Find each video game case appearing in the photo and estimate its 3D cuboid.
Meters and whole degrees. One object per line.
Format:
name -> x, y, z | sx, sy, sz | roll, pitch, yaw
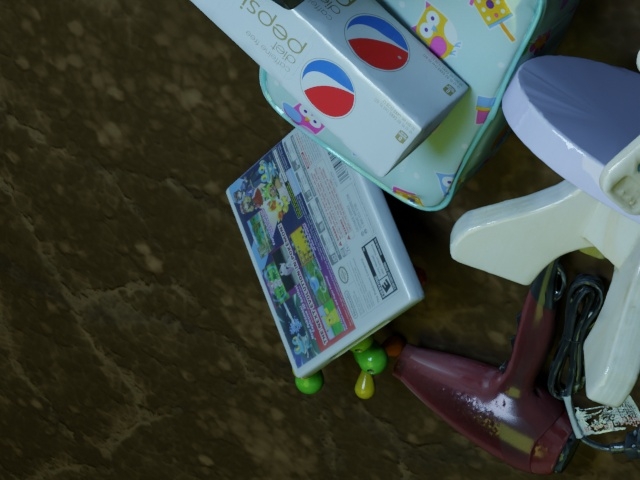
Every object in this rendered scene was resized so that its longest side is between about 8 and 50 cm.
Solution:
video game case -> 0.000, 0.000, 1.452 | 0.183, 0.023, 0.201 | -38, 68, 45

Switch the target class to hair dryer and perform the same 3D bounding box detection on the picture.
hair dryer -> 0.196, 0.112, 1.474 | 0.293, 0.080, 0.223 | -13, 102, 36

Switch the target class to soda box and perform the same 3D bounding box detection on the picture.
soda box -> 0.002, -0.152, 1.198 | 0.216, 0.074, 0.069 | 43, 138, 5

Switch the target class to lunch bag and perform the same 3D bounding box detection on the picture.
lunch bag -> 0.071, -0.179, 1.260 | 0.224, 0.108, 0.279 | 36, 137, 13

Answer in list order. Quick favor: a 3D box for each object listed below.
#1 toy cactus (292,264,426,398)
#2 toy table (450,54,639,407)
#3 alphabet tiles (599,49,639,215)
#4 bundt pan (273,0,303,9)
toy cactus -> 0.014, 0.049, 1.528 | 0.180, 0.112, 0.219 | 48, 144, 18
toy table -> 0.240, -0.012, 1.206 | 0.274, 0.252, 0.161 | 27, 125, 1
alphabet tiles -> 0.324, -0.086, 1.012 | 0.278, 0.021, 0.284 | -42, 131, 16
bundt pan -> -0.027, -0.308, 1.100 | 0.331, 0.331, 0.124 | 30, 175, 10
